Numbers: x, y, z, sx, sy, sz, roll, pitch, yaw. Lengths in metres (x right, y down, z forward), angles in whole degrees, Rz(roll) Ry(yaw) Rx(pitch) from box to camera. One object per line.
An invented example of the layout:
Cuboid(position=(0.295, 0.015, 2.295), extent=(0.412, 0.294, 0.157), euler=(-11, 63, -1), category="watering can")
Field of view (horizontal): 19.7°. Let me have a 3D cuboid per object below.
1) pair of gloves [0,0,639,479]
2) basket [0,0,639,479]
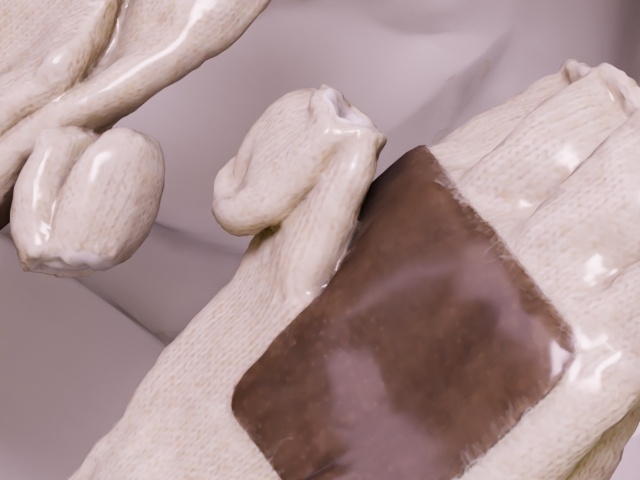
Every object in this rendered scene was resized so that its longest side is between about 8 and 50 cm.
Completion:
Cuboid(position=(-0.036, -0.008, 0.400), extent=(0.204, 0.042, 0.240), euler=(-37, 53, 10), category="pair of gloves")
Cuboid(position=(0.029, 0.043, 0.526), extent=(0.331, 0.266, 0.328), euler=(-31, 54, 16), category="basket")
